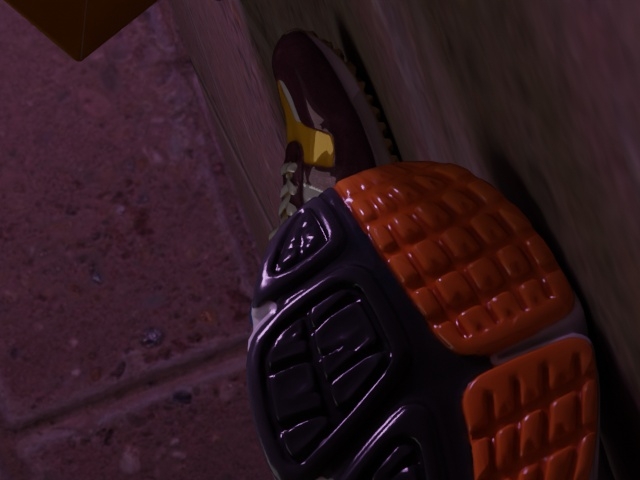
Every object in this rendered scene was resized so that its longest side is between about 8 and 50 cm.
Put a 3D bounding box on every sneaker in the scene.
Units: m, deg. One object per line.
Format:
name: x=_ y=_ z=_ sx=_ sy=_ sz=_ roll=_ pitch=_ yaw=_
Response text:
sneaker: x=0.055 y=0.102 z=0.494 sx=0.121 sy=0.099 sz=0.262 roll=68 pitch=-179 yaw=-64
sneaker: x=0.000 y=0.000 z=0.755 sx=0.069 sy=0.084 sz=0.185 roll=118 pitch=131 yaw=-85

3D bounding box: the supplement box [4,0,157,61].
supplement box: x=-0.146 y=-0.229 z=0.803 sx=0.191 sy=0.129 sz=0.194 roll=41 pitch=-162 yaw=-45
